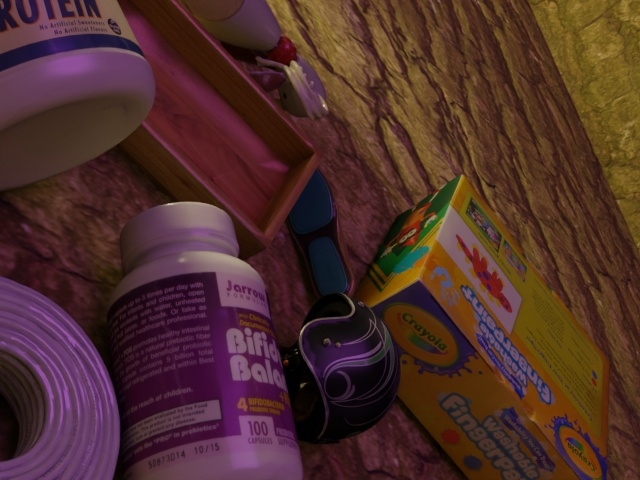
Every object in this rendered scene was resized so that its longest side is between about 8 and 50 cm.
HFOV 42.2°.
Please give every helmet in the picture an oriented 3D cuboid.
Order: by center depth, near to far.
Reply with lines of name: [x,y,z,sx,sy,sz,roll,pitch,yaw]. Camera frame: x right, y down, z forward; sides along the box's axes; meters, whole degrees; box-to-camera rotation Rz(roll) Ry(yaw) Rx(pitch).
helmet: [0.018,0.153,1.012,0.162,0.169,0.169,-20,79,-41]

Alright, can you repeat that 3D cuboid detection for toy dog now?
toy dog: [-0.135,-0.289,1.215,0.333,0.161,0.220,56,13,-19]

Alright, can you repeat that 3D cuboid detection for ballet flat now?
ballet flat: [0.000,0.000,1.224,0.073,0.080,0.232,57,19,-63]

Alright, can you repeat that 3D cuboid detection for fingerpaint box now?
fingerpaint box: [0.268,0.170,1.332,0.444,0.163,0.371,50,32,-11]

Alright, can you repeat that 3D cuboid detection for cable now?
cable: [-0.285,0.146,0.674,0.257,0.089,0.257,41,35,-24]

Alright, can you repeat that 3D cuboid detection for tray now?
tray: [-0.190,-0.184,1.078,0.411,0.076,0.202,45,47,-18]

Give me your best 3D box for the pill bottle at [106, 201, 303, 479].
pill bottle: [-0.125,0.118,0.840,0.169,0.169,0.301,18,49,-46]

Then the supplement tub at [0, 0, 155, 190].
supplement tub: [-0.327,-0.234,0.802,0.235,0.235,0.324,-20,81,-58]
